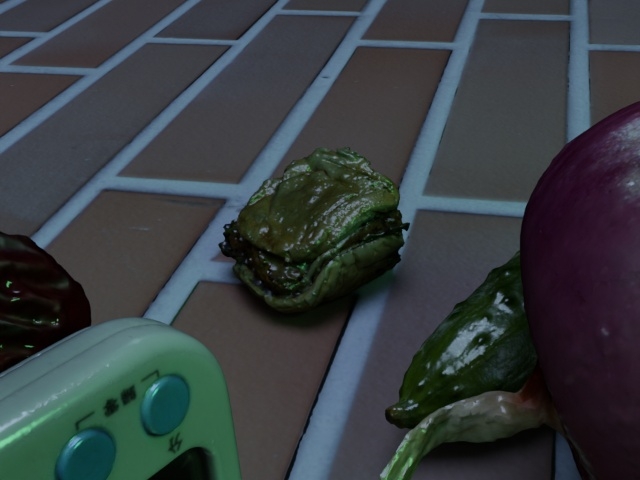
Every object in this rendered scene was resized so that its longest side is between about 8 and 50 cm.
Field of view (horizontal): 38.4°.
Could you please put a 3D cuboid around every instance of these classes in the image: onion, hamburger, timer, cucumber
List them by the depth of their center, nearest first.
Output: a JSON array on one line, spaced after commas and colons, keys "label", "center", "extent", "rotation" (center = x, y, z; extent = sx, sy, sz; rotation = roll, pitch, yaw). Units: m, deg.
[{"label": "timer", "center": [-0.166, 0.184, 0.591], "extent": [0.087, 0.237, 0.262], "rotation": [20, 36, 36]}, {"label": "onion", "center": [0.250, 0.066, 0.652], "extent": [0.344, 0.358, 0.358], "rotation": [9, 31, 22]}, {"label": "cucumber", "center": [0.151, 0.105, 0.827], "extent": [0.244, 0.134, 0.134], "rotation": [-28, 38, -31]}, {"label": "hamburger", "center": [0.000, 0.000, 1.048], "extent": [0.206, 0.130, 0.183], "rotation": [-36, 38, -16]}]

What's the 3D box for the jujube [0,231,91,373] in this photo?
[{"label": "jujube", "center": [-0.382, 0.088, 0.746], "extent": [0.376, 0.258, 0.258], "rotation": [11, 13, -45]}]
